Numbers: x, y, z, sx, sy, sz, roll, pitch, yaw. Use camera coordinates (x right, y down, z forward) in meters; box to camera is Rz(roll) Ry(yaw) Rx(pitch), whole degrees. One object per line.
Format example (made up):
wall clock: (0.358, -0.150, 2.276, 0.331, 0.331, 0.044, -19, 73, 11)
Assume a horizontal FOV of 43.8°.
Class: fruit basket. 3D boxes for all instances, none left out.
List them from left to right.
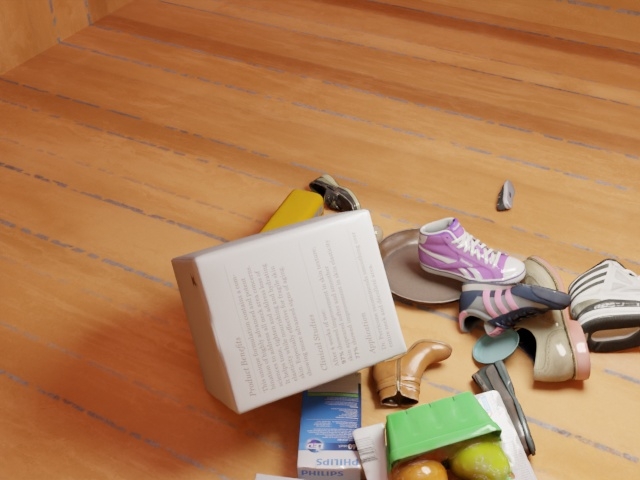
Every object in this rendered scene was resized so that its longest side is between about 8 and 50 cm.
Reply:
fruit basket: (0.267, 0.498, 1.578, 0.326, 0.165, 0.353, -15, 62, -7)

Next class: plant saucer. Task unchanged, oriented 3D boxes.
plant saucer: (0.289, 0.076, 2.151, 0.310, 0.050, 0.311, 0, 40, 0)
plant saucer: (0.425, 0.259, 1.914, 0.119, 0.021, 0.119, -27, 25, 14)

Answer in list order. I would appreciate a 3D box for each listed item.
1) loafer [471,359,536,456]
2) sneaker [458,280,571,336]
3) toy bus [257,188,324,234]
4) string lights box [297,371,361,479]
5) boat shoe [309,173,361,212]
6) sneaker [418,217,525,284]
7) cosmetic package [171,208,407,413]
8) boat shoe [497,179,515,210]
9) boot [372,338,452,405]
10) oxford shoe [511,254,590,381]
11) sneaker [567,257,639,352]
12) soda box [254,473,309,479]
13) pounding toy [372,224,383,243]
loafer: (0.403, 0.379, 1.762, 0.084, 0.096, 0.268, -19, 32, 8)
sneaker: (0.457, 0.171, 1.897, 0.112, 0.131, 0.319, 19, -13, -30)
toy bus: (-0.100, 0.005, 2.175, 0.108, 0.130, 0.333, 15, 41, 18)
string lights box: (0.023, 0.405, 1.724, 0.133, 0.077, 0.260, 1, 39, 2)
boat shoe: (0.042, -0.128, 2.386, 0.073, 0.080, 0.223, -25, 39, -19)
sneaker: (0.382, 0.025, 2.028, 0.282, 0.161, 0.102, 9, 41, 20)
cosmetic package: (-0.082, 0.140, 1.759, 0.393, 0.330, 0.327, -16, 4, -18)
boat shoe: (0.560, -0.138, 2.417, 0.040, 0.049, 0.142, -26, 22, 31)
boot: (0.219, 0.312, 1.846, 0.197, 0.073, 0.152, -11, 38, 5)
oxford shoe: (0.534, 0.181, 1.956, 0.146, 0.141, 0.397, -10, 36, 2)
sneaker: (0.840, 0.134, 1.981, 0.447, 0.169, 0.258, -1, 41, 2)
soda box: (-0.030, 0.525, 1.582, 0.216, 0.069, 0.074, 6, 39, 6)
pounding toy: (0.054, 0.056, 2.111, 0.236, 0.183, 0.110, -14, 66, -21)
